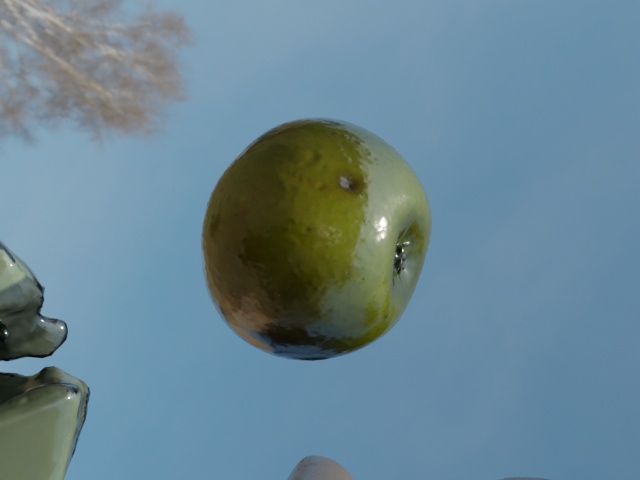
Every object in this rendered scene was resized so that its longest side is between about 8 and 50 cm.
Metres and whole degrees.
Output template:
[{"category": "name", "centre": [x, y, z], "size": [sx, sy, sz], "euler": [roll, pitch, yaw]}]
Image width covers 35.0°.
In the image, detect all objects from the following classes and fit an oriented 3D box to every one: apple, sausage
[{"category": "apple", "centre": [0.000, 0.000, 0.812], "size": [0.156, 0.196, 0.197], "euler": [14, -105, 26]}, {"category": "sausage", "centre": [-0.008, 0.389, 1.433], "size": [0.123, 0.123, 0.253], "euler": [-53, 176, 8]}]

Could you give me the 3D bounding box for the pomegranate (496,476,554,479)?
[{"category": "pomegranate", "centre": [0.251, 0.492, 1.195], "size": [0.416, 0.416, 0.417], "euler": [-30, -136, 34]}]

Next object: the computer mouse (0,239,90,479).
[{"category": "computer mouse", "centre": [-0.327, 0.102, 0.489], "size": [0.428, 0.228, 0.145], "euler": [-14, -158, 12]}]
